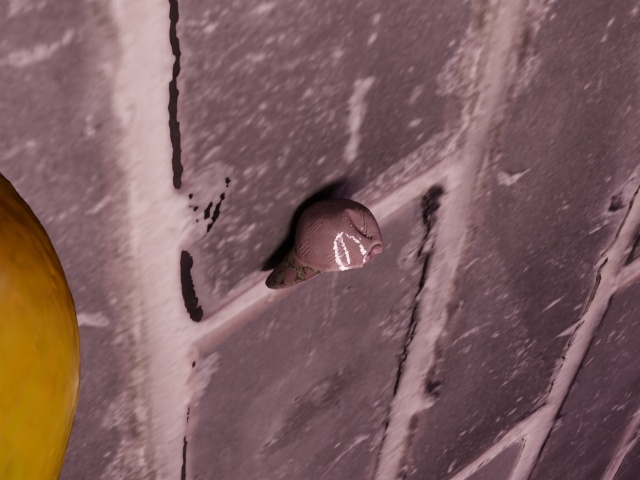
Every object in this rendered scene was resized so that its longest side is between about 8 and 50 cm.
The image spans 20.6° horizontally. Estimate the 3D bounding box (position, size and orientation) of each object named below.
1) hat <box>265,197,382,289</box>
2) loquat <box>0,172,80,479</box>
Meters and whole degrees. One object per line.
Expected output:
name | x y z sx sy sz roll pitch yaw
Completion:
hat | -0.002 -0.001 1.037 0.058 0.042 0.087 -22 -174 -35
loquat | -0.173 0.038 0.580 0.213 0.213 0.246 109 4 -52
